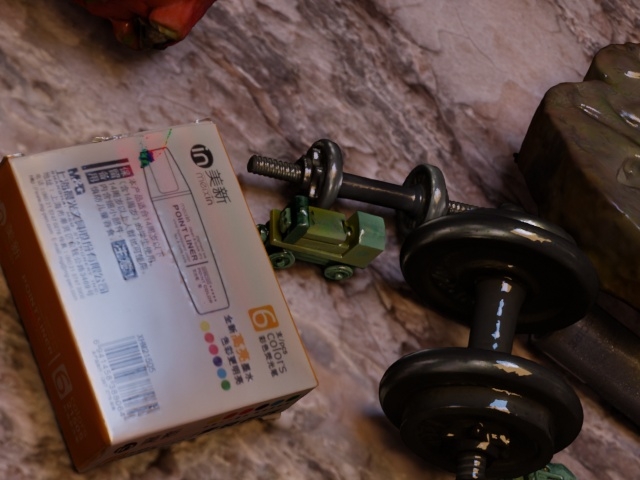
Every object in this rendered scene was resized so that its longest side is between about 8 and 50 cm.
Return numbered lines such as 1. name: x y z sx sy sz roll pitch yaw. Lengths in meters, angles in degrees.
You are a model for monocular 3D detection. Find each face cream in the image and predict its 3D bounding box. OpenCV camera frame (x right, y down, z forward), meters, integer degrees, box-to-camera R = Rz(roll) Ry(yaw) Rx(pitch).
1. face cream: 0.341 0.157 1.627 0.283 0.073 0.073 37 55 -10

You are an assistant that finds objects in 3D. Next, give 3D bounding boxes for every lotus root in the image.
1. lotus root: 0.387 -0.049 1.642 0.375 0.111 0.390 32 37 3

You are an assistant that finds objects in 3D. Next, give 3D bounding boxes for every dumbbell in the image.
1. dumbbell: 0.157 0.091 1.482 0.192 0.192 0.289 24 59 -18
2. dumbbell: 0.048 -0.048 1.552 0.254 0.081 0.081 12 62 -23

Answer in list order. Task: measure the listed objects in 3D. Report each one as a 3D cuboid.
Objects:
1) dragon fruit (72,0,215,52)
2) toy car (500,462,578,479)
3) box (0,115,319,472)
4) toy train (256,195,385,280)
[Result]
1. dragon fruit: -0.168 -0.297 1.465 0.227 0.224 0.224 49 54 -5
2. toy car: 0.207 0.288 1.500 0.093 0.058 0.186 18 48 -21
3. box: -0.149 0.041 1.393 0.221 0.091 0.273 -11 73 -34
4. toy train: 0.000 0.000 1.504 0.122 0.081 0.050 14 59 -26
